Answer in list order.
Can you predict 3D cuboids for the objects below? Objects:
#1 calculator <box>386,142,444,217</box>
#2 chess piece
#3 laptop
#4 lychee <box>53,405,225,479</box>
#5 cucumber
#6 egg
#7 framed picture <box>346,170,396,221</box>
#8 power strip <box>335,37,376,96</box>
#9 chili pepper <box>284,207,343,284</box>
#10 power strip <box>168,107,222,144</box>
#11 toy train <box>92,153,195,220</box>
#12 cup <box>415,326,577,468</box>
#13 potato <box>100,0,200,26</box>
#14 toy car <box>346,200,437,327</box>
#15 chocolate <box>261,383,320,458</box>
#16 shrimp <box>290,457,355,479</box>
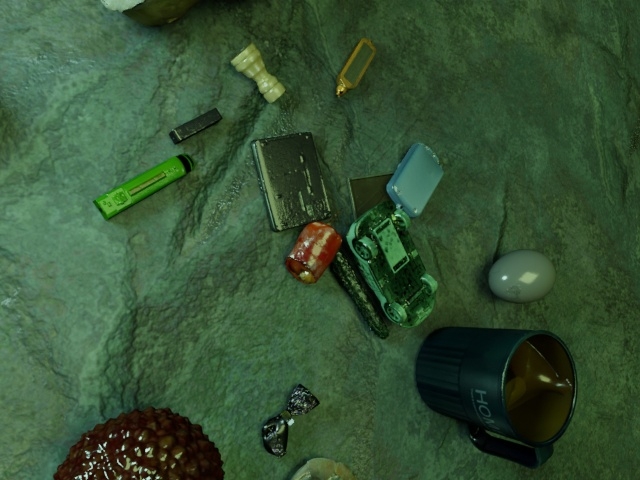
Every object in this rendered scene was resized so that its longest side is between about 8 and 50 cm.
[{"bbox_3d":[0.240,-0.152,1.324,0.121,0.039,0.210,44,63,-22],"label":"calculator"},{"bbox_3d":[-0.129,-0.356,1.126,0.122,0.066,0.066,46,65,-24],"label":"chess piece"},{"bbox_3d":[-0.063,-0.133,1.162,0.154,0.026,0.207,-16,94,-31],"label":"laptop"},{"bbox_3d":[-0.290,0.407,0.856,0.265,0.300,0.264,-4,65,9],"label":"lychee"},{"bbox_3d":[0.091,0.130,1.218,0.044,0.043,0.256,-37,105,-22],"label":"cucumber"},{"bbox_3d":[0.544,0.098,1.423,0.199,0.146,0.146,-7,89,-22],"label":"egg"},{"bbox_3d":[0.136,-0.108,1.284,0.149,0.011,0.109,-11,91,-30],"label":"framed picture"},{"bbox_3d":[0.080,-0.414,1.269,0.049,0.028,0.178,37,68,-22],"label":"power strip"},{"bbox_3d":[0.000,0.000,1.156,0.192,0.084,0.086,-57,145,-19],"label":"chili pepper"},{"bbox_3d":[-0.251,-0.230,1.055,0.111,0.038,0.029,-37,102,-28],"label":"power strip"},{"bbox_3d":[-0.324,-0.111,0.999,0.209,0.042,0.044,-37,105,-27],"label":"toy train"},{"bbox_3d":[0.417,0.343,1.243,0.308,0.292,0.242,45,66,-20],"label":"cup"},{"bbox_3d":[-0.189,-0.554,1.019,0.296,0.290,0.396,17,96,-56],"label":"potato"},{"bbox_3d":[0.157,0.058,1.216,0.136,0.125,0.305,-38,114,-26],"label":"toy car"},{"bbox_3d":[-0.067,0.373,1.094,0.072,0.070,0.147,35,66,7],"label":"chocolate"},{"bbox_3d":[-0.044,0.541,1.094,0.317,0.062,0.164,11,76,-33],"label":"shrimp"}]
